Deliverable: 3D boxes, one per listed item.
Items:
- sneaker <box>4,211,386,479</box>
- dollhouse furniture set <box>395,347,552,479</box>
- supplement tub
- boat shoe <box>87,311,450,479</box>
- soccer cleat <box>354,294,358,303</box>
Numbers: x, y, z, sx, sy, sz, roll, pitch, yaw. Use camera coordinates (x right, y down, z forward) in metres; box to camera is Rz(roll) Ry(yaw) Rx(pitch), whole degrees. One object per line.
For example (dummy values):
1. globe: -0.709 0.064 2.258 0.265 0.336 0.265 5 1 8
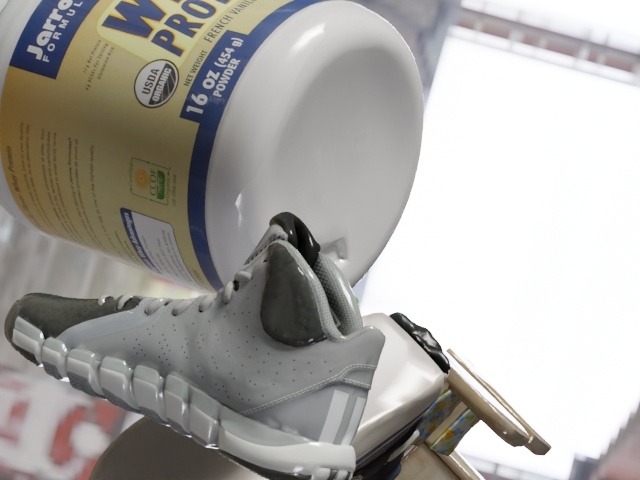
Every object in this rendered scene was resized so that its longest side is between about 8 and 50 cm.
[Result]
1. sneaker: -0.059 0.039 1.054 0.086 0.229 0.132 21 91 -63
2. dollhouse furniture set: 0.105 0.327 1.979 0.362 0.256 0.394 -47 162 5
3. supplement tub: -0.109 -0.090 1.422 0.228 0.316 0.228 -32 130 -46
4. boat shoe: -0.044 0.190 1.530 0.340 0.127 0.158 -23 145 -34
5. soccer cleat: 0.000 0.000 1.980 0.060 0.072 0.179 -51 -145 44
